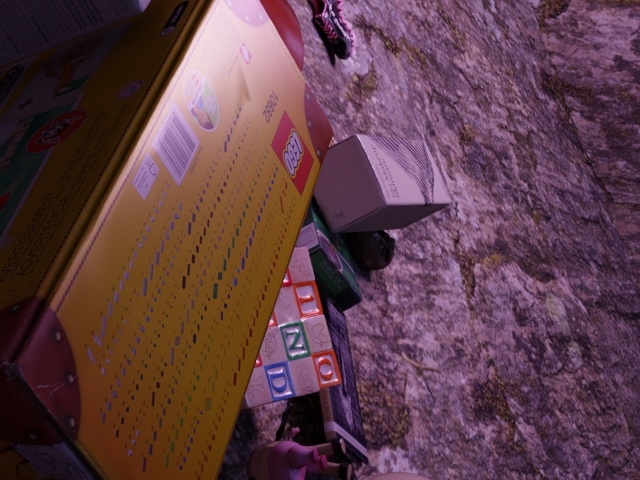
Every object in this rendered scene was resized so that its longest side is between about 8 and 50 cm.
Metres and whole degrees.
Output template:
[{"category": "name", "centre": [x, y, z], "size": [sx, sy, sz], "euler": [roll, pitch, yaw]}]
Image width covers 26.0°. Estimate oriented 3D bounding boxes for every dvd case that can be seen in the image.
[{"category": "dvd case", "centre": [0.020, 0.176, 1.825], "size": [0.164, 0.018, 0.221], "euler": [51, 26, -63]}]

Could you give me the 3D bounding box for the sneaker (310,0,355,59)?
[{"category": "sneaker", "centre": [0.014, -0.338, 2.166], "size": [0.057, 0.047, 0.119], "euler": [-14, 85, -45]}]

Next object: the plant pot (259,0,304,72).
[{"category": "plant pot", "centre": [-0.156, -0.236, 1.527], "size": [0.265, 0.272, 0.272], "euler": [24, 53, -68]}]

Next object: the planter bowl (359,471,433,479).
[{"category": "planter bowl", "centre": [0.124, 0.374, 1.812], "size": [0.162, 0.109, 0.162], "euler": [26, 52, -39]}]

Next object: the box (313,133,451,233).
[{"category": "box", "centre": [0.084, -0.079, 1.943], "size": [0.113, 0.094, 0.275], "euler": [66, 22, 7]}]

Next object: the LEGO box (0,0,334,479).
[{"category": "LEGO box", "centre": [-0.234, 0.035, 1.042], "size": [0.193, 0.373, 0.500], "euler": [58, 30, -28]}]

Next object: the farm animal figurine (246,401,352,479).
[{"category": "farm animal figurine", "centre": [-0.071, 0.371, 1.423], "size": [0.330, 0.172, 0.326], "euler": [-44, 126, -70]}]

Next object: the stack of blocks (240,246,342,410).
[{"category": "stack of blocks", "centre": [-0.094, 0.045, 1.603], "size": [0.171, 0.087, 0.297], "euler": [-8, 81, -51]}]

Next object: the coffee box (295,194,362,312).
[{"category": "coffee box", "centre": [0.000, 0.000, 1.856], "size": [0.113, 0.040, 0.184], "euler": [53, 12, -32]}]

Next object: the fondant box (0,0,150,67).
[{"category": "fondant box", "centre": [-0.270, -0.233, 1.182], "size": [0.096, 0.330, 0.238], "euler": [61, 28, -28]}]

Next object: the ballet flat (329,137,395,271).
[{"category": "ballet flat", "centre": [0.046, -0.066, 2.030], "size": [0.249, 0.058, 0.084], "euler": [64, 26, -17]}]
